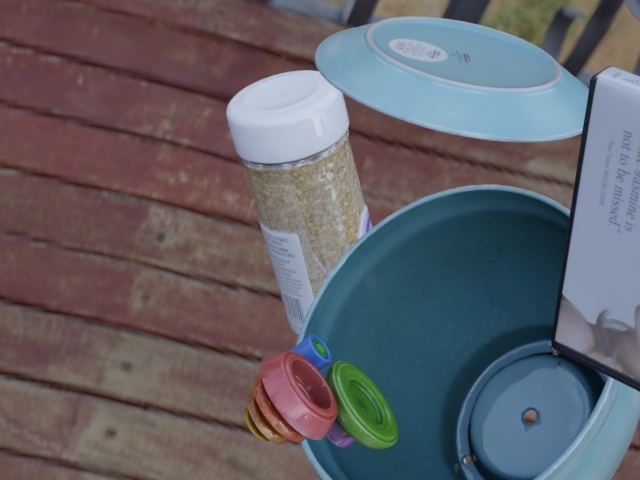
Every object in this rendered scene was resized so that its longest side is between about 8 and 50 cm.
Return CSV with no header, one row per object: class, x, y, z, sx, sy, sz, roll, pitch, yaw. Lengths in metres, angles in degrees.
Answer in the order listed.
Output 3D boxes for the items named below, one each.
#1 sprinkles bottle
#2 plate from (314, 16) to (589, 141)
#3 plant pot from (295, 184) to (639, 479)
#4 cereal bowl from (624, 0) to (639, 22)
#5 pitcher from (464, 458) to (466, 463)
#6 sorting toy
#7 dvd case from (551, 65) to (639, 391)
sprinkles bottle,0.000,0.000,1.587,0.121,0.355,0.121,-11,30,6
plate,0.090,-0.111,0.954,0.188,0.024,0.188,9,27,-5
plant pot,0.150,0.125,1.259,0.293,0.196,0.293,-17,56,26
cereal bowl,0.353,-0.219,1.229,0.339,0.141,0.339,27,29,-16
pitcher,0.107,0.275,1.941,0.125,0.178,0.207,-8,100,-53
sorting toy,-0.007,0.084,0.750,0.102,0.042,0.061,25,33,-52
dvd case,0.237,0.033,0.760,0.253,0.180,0.022,26,39,32
